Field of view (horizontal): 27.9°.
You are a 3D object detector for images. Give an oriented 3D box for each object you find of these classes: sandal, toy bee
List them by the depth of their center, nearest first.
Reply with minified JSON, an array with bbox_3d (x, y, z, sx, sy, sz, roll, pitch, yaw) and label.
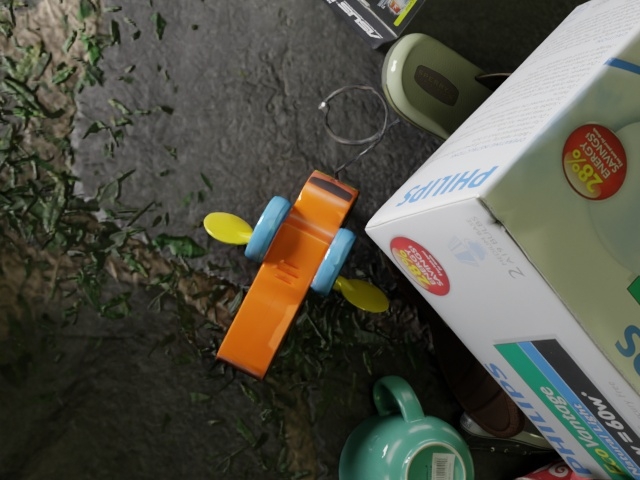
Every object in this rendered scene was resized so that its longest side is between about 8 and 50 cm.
[{"bbox_3d":[0.000,0.000,1.317,0.298,0.162,0.195,-43,88,8],"label":"toy bee"},{"bbox_3d":[0.198,-0.139,1.439,0.303,0.086,0.120,20,76,-36],"label":"sandal"}]

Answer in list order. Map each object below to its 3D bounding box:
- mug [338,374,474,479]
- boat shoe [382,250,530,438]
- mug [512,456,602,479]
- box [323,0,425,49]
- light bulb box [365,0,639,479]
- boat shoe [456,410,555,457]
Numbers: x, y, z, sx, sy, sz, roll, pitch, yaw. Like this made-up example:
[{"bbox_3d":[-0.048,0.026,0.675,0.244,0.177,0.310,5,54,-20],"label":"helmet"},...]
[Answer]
[{"bbox_3d":[0.089,0.237,1.356,0.129,0.097,0.158,-45,105,-22],"label":"mug"},{"bbox_3d":[0.172,0.085,1.405,0.095,0.095,0.257,-25,88,-41],"label":"boat shoe"},{"bbox_3d":[0.317,0.279,1.441,0.169,0.150,0.113,-23,86,-30],"label":"mug"},{"bbox_3d":[0.068,-0.384,1.426,0.216,0.060,0.270,41,70,-18],"label":"box"},{"bbox_3d":[0.310,-0.013,1.239,0.361,0.225,0.358,-46,102,-21],"label":"light bulb box"},{"bbox_3d":[0.212,0.222,1.452,0.142,0.049,0.040,14,110,-25],"label":"boat shoe"}]
